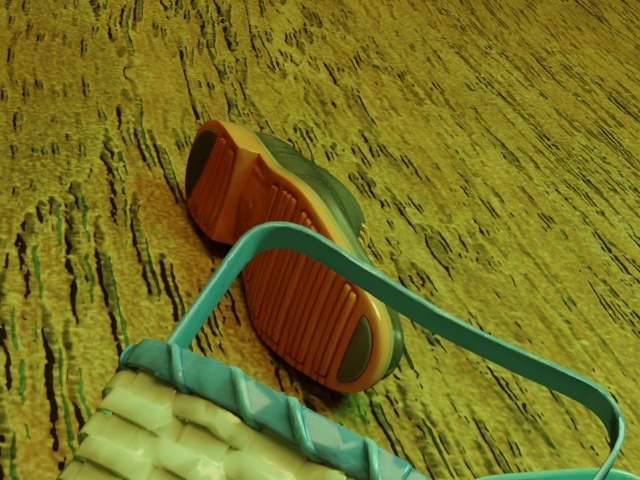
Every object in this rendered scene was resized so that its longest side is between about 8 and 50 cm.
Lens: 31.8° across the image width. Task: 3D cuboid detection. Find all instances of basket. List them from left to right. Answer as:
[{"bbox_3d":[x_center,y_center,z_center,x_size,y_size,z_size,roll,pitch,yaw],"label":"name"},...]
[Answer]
[{"bbox_3d":[-0.008,0.135,0.599,0.254,0.201,0.289,28,61,21],"label":"basket"}]

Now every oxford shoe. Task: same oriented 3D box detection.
[{"bbox_3d":[0.000,0.000,0.974,0.132,0.130,0.364,8,29,-31],"label":"oxford shoe"}]

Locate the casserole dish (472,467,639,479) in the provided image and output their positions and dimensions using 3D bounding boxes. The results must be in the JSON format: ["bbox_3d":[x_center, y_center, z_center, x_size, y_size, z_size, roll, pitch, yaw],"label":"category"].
[{"bbox_3d":[0.177,0.209,0.772,0.188,0.037,0.114,1,31,-24],"label":"casserole dish"}]
